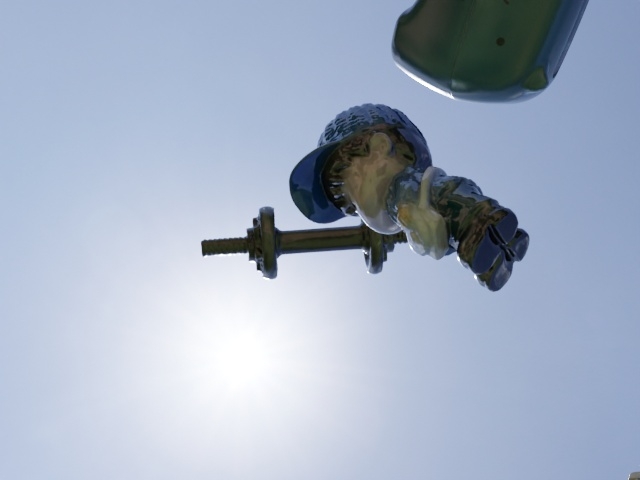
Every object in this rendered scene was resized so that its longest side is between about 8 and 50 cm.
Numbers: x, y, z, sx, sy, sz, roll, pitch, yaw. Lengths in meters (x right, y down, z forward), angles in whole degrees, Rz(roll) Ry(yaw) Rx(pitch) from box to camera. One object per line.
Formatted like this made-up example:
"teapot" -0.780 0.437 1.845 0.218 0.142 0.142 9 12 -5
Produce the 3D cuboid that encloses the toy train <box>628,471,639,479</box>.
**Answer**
"toy train" 0.367 0.276 0.873 0.138 0.087 0.050 47 -40 -15

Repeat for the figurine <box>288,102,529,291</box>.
"figurine" 0.050 -0.029 0.500 0.149 0.086 0.087 30 -93 42

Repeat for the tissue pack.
"tissue pack" 0.232 -0.307 1.048 0.206 0.198 0.288 28 -71 23

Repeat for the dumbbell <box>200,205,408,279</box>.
"dumbbell" 0.000 0.000 0.916 0.253 0.081 0.082 -4 -102 -4
